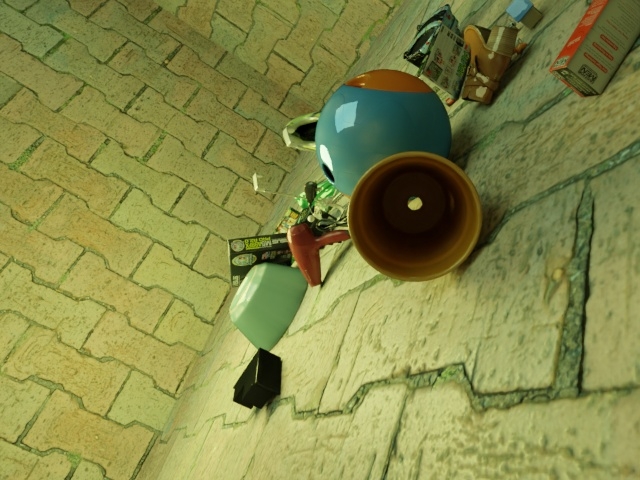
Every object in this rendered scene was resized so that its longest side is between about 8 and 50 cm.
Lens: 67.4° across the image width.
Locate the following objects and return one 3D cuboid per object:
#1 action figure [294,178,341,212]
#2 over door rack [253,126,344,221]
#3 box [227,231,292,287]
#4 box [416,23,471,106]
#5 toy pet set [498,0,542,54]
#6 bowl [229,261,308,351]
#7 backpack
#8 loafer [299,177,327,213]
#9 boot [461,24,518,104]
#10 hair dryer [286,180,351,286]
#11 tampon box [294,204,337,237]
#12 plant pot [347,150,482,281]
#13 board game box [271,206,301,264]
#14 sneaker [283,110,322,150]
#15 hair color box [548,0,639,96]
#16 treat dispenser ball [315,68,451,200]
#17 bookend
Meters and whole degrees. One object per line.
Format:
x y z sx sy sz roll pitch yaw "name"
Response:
0.026 -0.176 1.759 0.232 0.137 0.063 -40 9 34 "action figure"
-0.012 -0.167 1.414 0.239 0.324 0.108 -44 36 46 "over door rack"
-0.212 0.073 1.680 0.270 0.216 0.060 107 153 -59 "box"
0.321 -0.452 1.232 0.036 0.114 0.207 -37 25 59 "box"
0.408 -0.455 1.023 0.114 0.065 0.122 -49 17 37 "toy pet set"
-0.187 0.195 1.587 0.311 0.163 0.311 -54 13 19 "bowl"
0.355 -0.615 1.454 0.158 0.117 0.173 -63 13 -18 "backpack"
-0.028 -0.141 1.892 0.267 0.096 0.084 -56 8 22 "loafer"
0.339 -0.379 1.037 0.197 0.073 0.152 -102 25 -67 "boot"
0.000 0.000 1.335 0.080 0.223 0.293 -17 -50 -49 "hair dryer"
-0.030 -0.040 1.649 0.120 0.101 0.161 -61 13 -10 "tampon box"
0.160 -0.054 0.827 0.205 0.205 0.188 -55 -2 17 "plant pot"
-0.127 0.006 1.834 0.260 0.136 0.030 -53 17 26 "board game box"
0.073 -0.314 1.380 0.384 0.145 0.147 -7 14 24 "sneaker"
0.398 -0.284 0.678 0.141 0.072 0.043 -58 14 4 "hair color box"
0.133 -0.214 1.028 0.288 0.288 0.288 -54 14 21 "treat dispenser ball"
-0.175 0.401 1.288 0.156 0.072 0.157 -57 14 15 "bookend"
